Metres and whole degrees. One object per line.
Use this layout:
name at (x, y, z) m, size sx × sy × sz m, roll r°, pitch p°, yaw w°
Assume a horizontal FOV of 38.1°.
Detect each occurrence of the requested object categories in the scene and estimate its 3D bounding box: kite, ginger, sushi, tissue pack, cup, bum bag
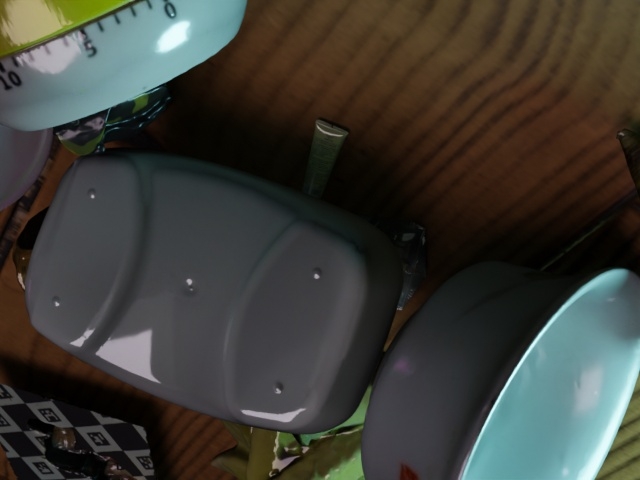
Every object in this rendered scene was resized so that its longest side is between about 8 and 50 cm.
kite at (0.000, 0.001, 1.024) m, size 0.245 × 0.015 × 0.141 m, roll 18°, pitch 134°, yaw 9°
ginger at (0.007, 0.294, 1.151) m, size 0.413 × 0.211 × 0.358 m, roll 42°, pitch 131°, yaw -13°
sushi at (-0.374, 0.320, 1.451) m, size 0.292 × 0.059 × 0.294 m, roll 12°, pitch 133°, yaw 14°
tissue pack at (-0.093, 0.047, 0.910) m, size 0.333 × 0.236 × 0.229 m, roll 19°, pitch 91°, yaw 14°
cup at (0.161, 0.157, 0.901) m, size 0.163 × 0.347 × 0.347 m, roll 27°, pitch 141°, yaw 36°
bum bag at (-0.192, -0.127, 0.878) m, size 0.107 × 0.232 × 0.060 m, roll -18°, pitch 105°, yaw -4°

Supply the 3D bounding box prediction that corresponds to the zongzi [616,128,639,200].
zongzi at (0.331, 0.039, 0.860) m, size 0.241 × 0.111 × 0.247 m, roll 38°, pitch 143°, yaw 15°

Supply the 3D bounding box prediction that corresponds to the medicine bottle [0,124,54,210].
medicine bottle at (-0.435, -0.110, 0.915) m, size 0.325 × 0.256 × 0.256 m, roll -2°, pitch 130°, yaw 45°

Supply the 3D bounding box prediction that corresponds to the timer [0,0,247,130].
timer at (-0.212, -0.250, 0.732) m, size 0.285 × 0.285 × 0.285 m, roll 13°, pitch 134°, yaw 14°

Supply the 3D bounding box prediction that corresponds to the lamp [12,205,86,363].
lamp at (-0.259, 0.045, 1.086) m, size 0.161 × 0.161 × 0.185 m, roll -9°, pitch 127°, yaw 31°

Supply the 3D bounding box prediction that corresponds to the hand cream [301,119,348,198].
hand cream at (0.001, -0.078, 0.949) m, size 0.035 × 0.022 × 0.102 m, roll 22°, pitch 130°, yaw 5°
